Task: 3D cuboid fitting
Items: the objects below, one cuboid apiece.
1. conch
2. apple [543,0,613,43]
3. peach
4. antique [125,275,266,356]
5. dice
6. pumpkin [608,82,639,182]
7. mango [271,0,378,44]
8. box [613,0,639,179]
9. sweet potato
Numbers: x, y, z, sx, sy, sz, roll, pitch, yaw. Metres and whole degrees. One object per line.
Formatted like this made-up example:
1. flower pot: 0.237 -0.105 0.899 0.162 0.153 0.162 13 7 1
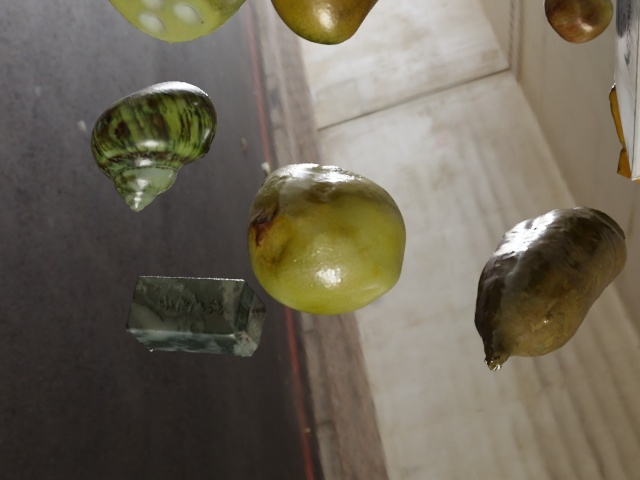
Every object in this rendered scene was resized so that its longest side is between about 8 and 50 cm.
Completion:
1. conch: -0.256 -0.143 1.410 0.124 0.187 0.182 -86 179 -68
2. apple: 0.318 -0.284 1.142 0.084 0.071 0.084 36 35 -30
3. peach: 0.007 0.002 1.798 0.282 0.314 0.315 -69 164 12
4. antique: -0.173 0.108 1.331 0.086 0.182 0.088 61 34 -59
5. dice: -0.199 -0.392 1.295 0.169 0.169 0.166 45 55 -39
6. pumpkin: 0.593 -0.197 1.505 0.095 0.258 0.290 51 -11 54
7. mango: 0.029 -0.516 1.596 0.221 0.263 0.378 -11 -122 65
8. box: 0.358 -0.231 0.919 0.203 0.116 0.274 -79 162 -49
9. sweet potato: 0.283 0.049 1.172 0.369 0.157 0.158 -29 104 -58
